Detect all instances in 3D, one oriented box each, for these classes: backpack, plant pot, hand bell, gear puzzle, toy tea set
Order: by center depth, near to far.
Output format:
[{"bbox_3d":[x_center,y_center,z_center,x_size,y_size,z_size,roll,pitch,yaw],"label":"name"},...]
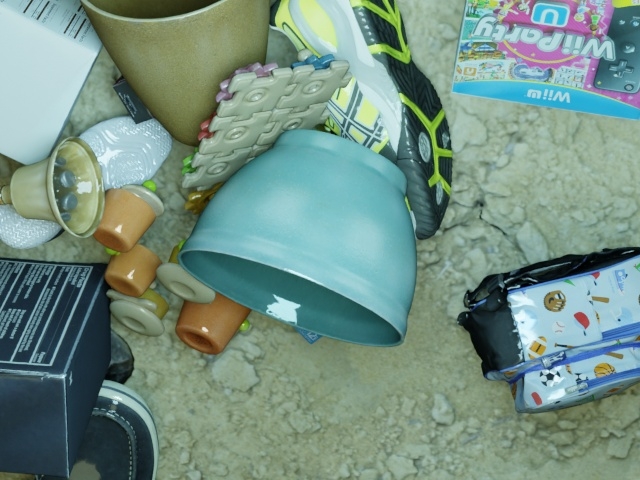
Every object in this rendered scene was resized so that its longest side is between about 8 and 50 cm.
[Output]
[{"bbox_3d":[-0.003,-0.014,1.731,0.293,0.293,0.196,24,76,-8],"label":"plant pot"},{"bbox_3d":[-0.158,-0.248,1.759,0.237,0.237,0.254,-5,136,8],"label":"plant pot"},{"bbox_3d":[-0.089,-0.131,1.781,0.175,0.044,0.339,-12,155,-29],"label":"gear puzzle"},{"bbox_3d":[-0.409,-0.055,1.786,0.242,0.126,0.126,-6,119,21],"label":"hand bell"},{"bbox_3d":[0.340,0.113,1.880,0.263,0.276,0.213,-23,86,-4],"label":"backpack"},{"bbox_3d":[-0.199,0.028,1.930,0.200,0.124,0.336,19,152,13],"label":"toy tea set"}]

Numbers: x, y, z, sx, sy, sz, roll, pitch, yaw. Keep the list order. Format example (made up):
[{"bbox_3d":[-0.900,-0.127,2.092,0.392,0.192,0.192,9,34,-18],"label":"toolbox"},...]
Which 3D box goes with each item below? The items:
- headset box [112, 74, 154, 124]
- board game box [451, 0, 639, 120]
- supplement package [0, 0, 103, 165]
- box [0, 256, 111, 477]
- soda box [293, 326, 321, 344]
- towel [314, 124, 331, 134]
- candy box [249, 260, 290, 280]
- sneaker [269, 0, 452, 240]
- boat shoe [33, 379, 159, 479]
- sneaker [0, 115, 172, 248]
[{"bbox_3d":[-0.234,-0.197,1.853,0.032,0.083,0.062,-16,118,29],"label":"headset box"},{"bbox_3d":[0.272,-0.280,1.523,0.224,0.097,0.303,8,142,3],"label":"board game box"},{"bbox_3d":[-0.398,-0.237,1.808,0.203,0.149,0.194,27,119,-10],"label":"supplement package"},{"bbox_3d":[-0.460,0.166,1.957,0.294,0.296,0.183,4,119,3],"label":"box"},{"bbox_3d":[-0.054,0.044,1.983,0.067,0.071,0.210,-36,111,22],"label":"soda box"},{"bbox_3d":[-0.025,-0.151,1.907,0.060,0.009,0.083,-36,111,22],"label":"towel"},{"bbox_3d":[0.000,0.000,1.905,0.165,0.070,0.196,36,89,-19],"label":"candy box"},{"bbox_3d":[0.061,-0.174,1.831,0.147,0.145,0.385,-12,111,26],"label":"sneaker"},{"bbox_3d":[-0.381,0.432,2.184,0.187,0.156,0.500,23,117,-6],"label":"boat shoe"},{"bbox_3d":[-0.332,-0.080,1.924,0.268,0.153,0.101,-34,97,-16],"label":"sneaker"}]
